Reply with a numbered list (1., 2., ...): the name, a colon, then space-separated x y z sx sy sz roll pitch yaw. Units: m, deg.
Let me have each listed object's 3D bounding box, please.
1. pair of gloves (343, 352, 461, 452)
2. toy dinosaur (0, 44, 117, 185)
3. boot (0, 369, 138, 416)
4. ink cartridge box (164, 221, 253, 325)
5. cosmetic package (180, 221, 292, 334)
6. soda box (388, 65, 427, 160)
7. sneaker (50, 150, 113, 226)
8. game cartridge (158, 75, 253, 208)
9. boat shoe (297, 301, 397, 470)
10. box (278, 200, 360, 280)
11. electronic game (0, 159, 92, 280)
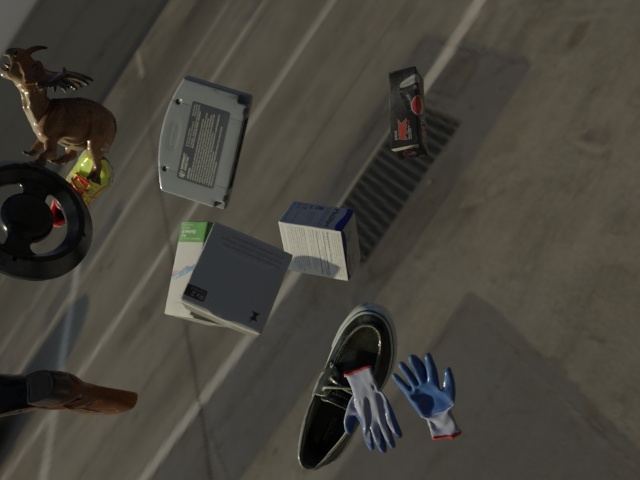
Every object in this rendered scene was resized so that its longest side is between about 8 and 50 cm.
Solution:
1. pair of gloves: 0.124 0.260 1.590 0.198 0.159 0.023 -16 16 16
2. toy dinosaur: -0.453 -0.226 1.850 0.127 0.295 0.200 28 96 35
3. boot: -0.565 0.325 2.096 0.264 0.280 0.096 -18 69 19
4. ink cartridge box: -0.245 0.077 2.223 0.093 0.154 0.213 0 77 38
5. cosmetic package: -0.149 0.074 1.776 0.184 0.151 0.152 130 163 -80
6. soda box: 0.164 -0.239 1.891 0.060 0.053 0.169 -10 66 22
7. sneaker: -0.480 -0.095 1.988 0.208 0.081 0.094 -52 1 40
8. game cartridge: -0.289 -0.241 2.441 0.062 0.198 0.297 -48 -24 -66
9. boat shoe: 0.050 0.276 1.813 0.119 0.121 0.335 -41 -30 -69
10. box: 0.000 0.000 1.972 0.072 0.137 0.126 -57 -32 -43
11. electronic game: -0.488 -0.036 1.665 0.048 0.229 0.229 -43 22 43
